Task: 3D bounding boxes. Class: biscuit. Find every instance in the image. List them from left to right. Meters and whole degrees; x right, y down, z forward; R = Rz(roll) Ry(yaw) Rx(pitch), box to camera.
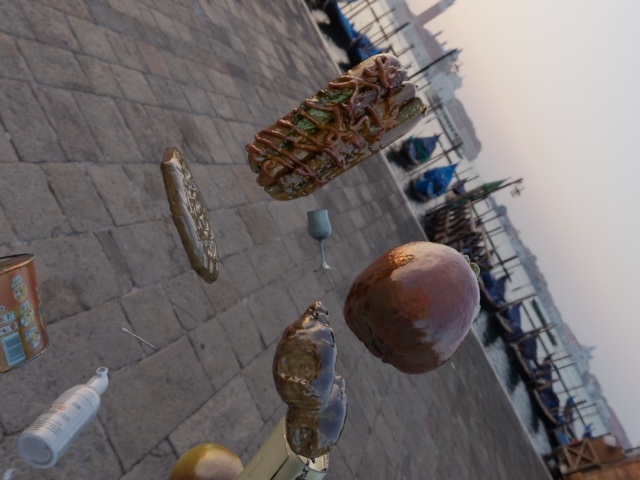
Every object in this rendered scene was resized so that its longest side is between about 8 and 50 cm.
[{"bbox_3d":[-0.323,-0.063,1.187,0.359,0.046,0.359,163,-90,-84],"label":"biscuit"}]

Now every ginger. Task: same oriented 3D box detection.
[{"bbox_3d":[-0.010,0.341,1.182,0.274,0.152,0.358,-15,95,-66],"label":"ginger"}]

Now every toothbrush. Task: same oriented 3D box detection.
[{"bbox_3d":[-0.393,0.214,1.013,0.006,0.097,0.008,-53,161,-38],"label":"toothbrush"}]

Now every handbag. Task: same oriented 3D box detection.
[{"bbox_3d":[-0.136,0.760,1.441,0.160,0.359,0.237,34,6,-14],"label":"handbag"}]

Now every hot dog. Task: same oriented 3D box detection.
[{"bbox_3d":[0.027,-0.205,0.845,0.158,0.348,0.117,58,-2,2],"label":"hot dog"}]

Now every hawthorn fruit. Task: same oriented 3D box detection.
[{"bbox_3d":[0.172,0.094,0.820,0.262,0.210,0.211,-46,113,-28],"label":"hawthorn fruit"}]

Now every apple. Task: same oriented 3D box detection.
[{"bbox_3d":[-0.490,1.097,2.056,0.384,0.374,0.374,49,22,-11],"label":"apple"}]

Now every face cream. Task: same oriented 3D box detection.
[{"bbox_3d":[-0.860,0.596,1.630,0.145,0.145,0.370,58,20,-12],"label":"face cream"}]

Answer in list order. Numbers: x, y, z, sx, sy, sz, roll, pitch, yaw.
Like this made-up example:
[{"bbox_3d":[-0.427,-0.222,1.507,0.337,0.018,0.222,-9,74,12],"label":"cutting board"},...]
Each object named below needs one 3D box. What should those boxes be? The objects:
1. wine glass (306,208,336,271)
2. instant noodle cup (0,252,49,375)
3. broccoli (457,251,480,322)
[{"bbox_3d":[0.000,0.000,1.501,0.079,0.079,0.196,0,83,-68],"label":"wine glass"},{"bbox_3d":[-0.745,0.172,1.008,0.296,0.296,0.214,-47,128,-69],"label":"instant noodle cup"},{"bbox_3d":[0.412,0.186,1.537,0.245,0.288,0.248,36,24,20],"label":"broccoli"}]
